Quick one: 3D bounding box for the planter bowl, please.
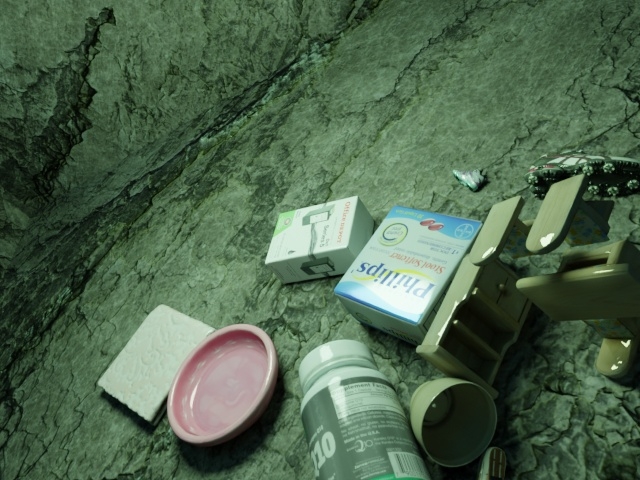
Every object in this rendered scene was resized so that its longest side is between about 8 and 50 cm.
[{"bbox_3d":[0.240,0.334,1.066,0.162,0.162,0.109,-45,17,-9],"label":"planter bowl"}]

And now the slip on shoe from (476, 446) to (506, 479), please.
[{"bbox_3d":[0.301,0.441,0.993,0.041,0.052,0.135,129,159,-61],"label":"slip on shoe"}]

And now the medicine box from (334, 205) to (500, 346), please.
[{"bbox_3d":[0.229,0.085,1.311,0.264,0.149,0.289,17,62,45],"label":"medicine box"}]

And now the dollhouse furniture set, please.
[{"bbox_3d":[0.395,0.136,0.988,0.256,0.362,0.394,-58,16,-23],"label":"dollhouse furniture set"}]

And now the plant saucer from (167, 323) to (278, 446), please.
[{"bbox_3d":[-0.243,0.378,1.434,0.332,0.084,0.332,-20,42,19],"label":"plant saucer"}]

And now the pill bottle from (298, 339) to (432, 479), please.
[{"bbox_3d":[0.075,0.385,1.088,0.204,0.204,0.361,-31,39,9],"label":"pill bottle"}]

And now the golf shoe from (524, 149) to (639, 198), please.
[{"bbox_3d":[0.627,-0.173,1.301,0.273,0.105,0.120,3,47,39],"label":"golf shoe"}]

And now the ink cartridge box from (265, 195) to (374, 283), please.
[{"bbox_3d":[0.000,0.000,1.595,0.273,0.114,0.198,-12,45,28],"label":"ink cartridge box"}]

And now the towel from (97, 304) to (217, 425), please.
[{"bbox_3d":[-0.491,0.360,1.667,0.332,0.053,0.316,12,61,44],"label":"towel"}]

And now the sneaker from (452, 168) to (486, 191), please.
[{"bbox_3d":[0.416,-0.180,1.520,0.069,0.038,0.098,-37,48,-2],"label":"sneaker"}]
